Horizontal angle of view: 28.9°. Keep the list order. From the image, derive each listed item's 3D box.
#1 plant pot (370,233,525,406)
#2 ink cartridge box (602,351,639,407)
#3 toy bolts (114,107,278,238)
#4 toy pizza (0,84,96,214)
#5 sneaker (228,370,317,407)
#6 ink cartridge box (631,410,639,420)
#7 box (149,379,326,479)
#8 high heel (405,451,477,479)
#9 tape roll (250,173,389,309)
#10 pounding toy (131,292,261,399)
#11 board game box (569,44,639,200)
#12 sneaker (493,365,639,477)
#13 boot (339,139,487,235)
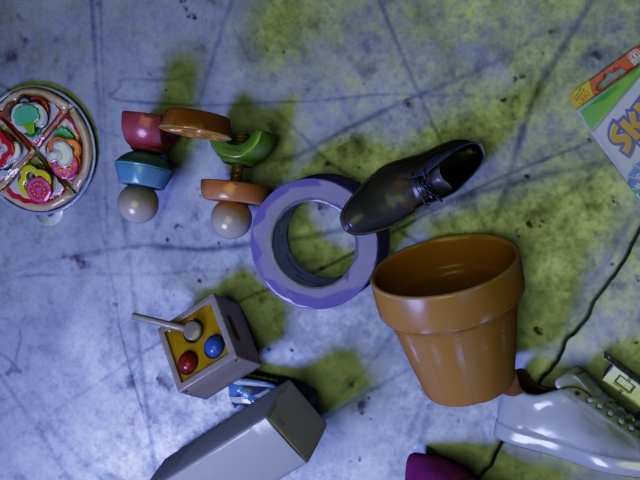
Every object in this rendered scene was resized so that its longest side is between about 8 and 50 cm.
[{"bbox_3d":[0.187,0.116,1.701,0.205,0.205,0.188,-7,111,17],"label":"plant pot"},{"bbox_3d":[0.417,0.192,1.711,0.083,0.048,0.028,38,104,8],"label":"ink cartridge box"},{"bbox_3d":[-0.202,-0.095,1.768,0.228,0.218,0.159,8,87,22],"label":"toy bolts"},{"bbox_3d":[-0.442,-0.138,1.917,0.201,0.032,0.201,2,99,16],"label":"toy pizza"},{"bbox_3d":[-0.073,0.235,1.859,0.144,0.053,0.059,10,104,21],"label":"sneaker"},{"bbox_3d":[0.610,0.319,1.666,0.303,0.072,0.307,-31,91,19],"label":"ink cartridge box"},{"bbox_3d":[-0.129,0.323,1.825,0.275,0.113,0.094,-34,101,30],"label":"box"},{"bbox_3d":[0.167,0.500,1.823,0.181,0.127,0.377,30,112,40],"label":"high heel"},{"bbox_3d":[0.000,0.000,1.787,0.189,0.080,0.189,2,98,16],"label":"tape roll"},{"bbox_3d":[-0.185,0.147,1.838,0.130,0.100,0.141,-33,61,18],"label":"pounding toy"},{"bbox_3d":[0.454,-0.125,1.663,0.124,0.039,0.259,-36,85,17],"label":"board game box"},{"bbox_3d":[0.375,0.241,1.681,0.290,0.106,0.123,11,96,29],"label":"sneaker"},{"bbox_3d":[0.127,-0.078,1.680,0.219,0.106,0.082,-32,92,-9],"label":"boot"}]
